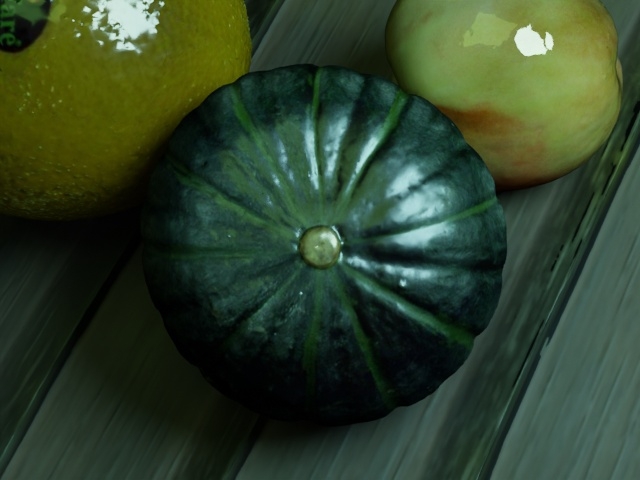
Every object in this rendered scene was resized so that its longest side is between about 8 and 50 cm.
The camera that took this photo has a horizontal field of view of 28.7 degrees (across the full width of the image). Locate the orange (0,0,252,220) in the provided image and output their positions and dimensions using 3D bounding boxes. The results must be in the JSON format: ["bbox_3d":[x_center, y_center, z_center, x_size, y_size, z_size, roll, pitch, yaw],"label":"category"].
[{"bbox_3d":[-0.187,-0.144,0.941,0.274,0.274,0.274,-4,61,8],"label":"orange"}]

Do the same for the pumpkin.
[{"bbox_3d":[0.000,0.000,0.860,0.250,0.250,0.216,-14,19,2],"label":"pumpkin"}]

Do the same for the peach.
[{"bbox_3d":[0.136,-0.123,0.925,0.184,0.184,0.184,-4,61,8],"label":"peach"}]
